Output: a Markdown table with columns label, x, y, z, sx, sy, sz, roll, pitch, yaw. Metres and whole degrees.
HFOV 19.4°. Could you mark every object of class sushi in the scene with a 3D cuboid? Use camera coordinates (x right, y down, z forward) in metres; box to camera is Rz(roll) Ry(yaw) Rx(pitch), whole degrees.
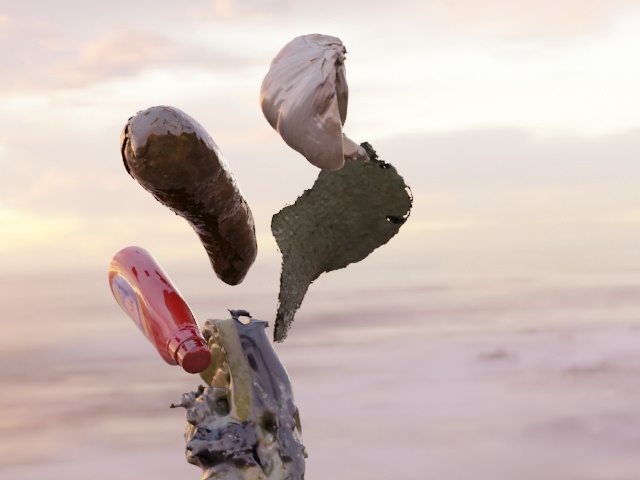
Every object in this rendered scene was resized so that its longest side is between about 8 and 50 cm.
| label | x | y | z | sx | sy | sz | roll | pitch | yaw |
| --- | --- | --- | --- | --- | --- | --- | --- | --- | --- |
| sushi | -0.078 | 0.220 | 1.799 | 0.131 | 0.291 | 0.139 | -5 | -24 | -18 |

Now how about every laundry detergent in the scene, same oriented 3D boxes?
| label | x | y | z | sx | sy | sz | roll | pitch | yaw |
| --- | --- | --- | --- | --- | --- | --- | --- | --- | --- |
| laundry detergent | -0.140 | 0.075 | 1.694 | 0.049 | 0.097 | 0.165 | -25 | 36 | -14 |

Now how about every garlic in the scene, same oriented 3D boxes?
| label | x | y | z | sx | sy | sz | roll | pitch | yaw |
| --- | --- | --- | --- | --- | --- | --- | --- | --- | --- |
| garlic | -0.008 | -0.109 | 1.477 | 0.074 | 0.113 | 0.094 | -19 | -35 | -20 |

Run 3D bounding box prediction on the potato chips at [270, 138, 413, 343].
| label | x | y | z | sx | sy | sz | roll | pitch | yaw |
| --- | --- | --- | --- | --- | --- | --- | --- | --- | --- |
| potato chips | 0.004 | 0.006 | 2.005 | 0.059 | 0.228 | 0.167 | 48 | 6 | 36 |

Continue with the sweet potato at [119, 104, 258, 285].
| label | x | y | z | sx | sy | sz | roll | pitch | yaw |
| --- | --- | --- | --- | --- | --- | --- | --- | --- | --- |
| sweet potato | -0.103 | -0.040 | 1.606 | 0.075 | 0.075 | 0.273 | -2 | -24 | 15 |
